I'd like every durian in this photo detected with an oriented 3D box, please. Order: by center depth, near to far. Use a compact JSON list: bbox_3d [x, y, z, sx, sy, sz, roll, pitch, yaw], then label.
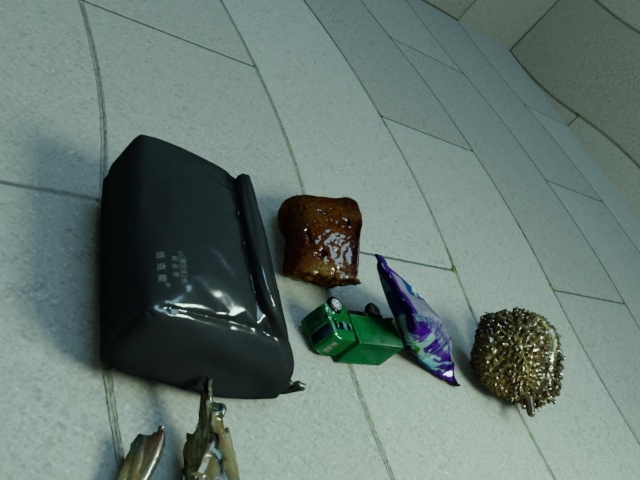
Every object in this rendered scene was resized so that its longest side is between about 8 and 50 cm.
[{"bbox_3d":[0.349,0.212,1.296,0.196,0.167,0.196,20,54,-31],"label":"durian"}]

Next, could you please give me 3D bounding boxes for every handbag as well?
[{"bbox_3d":[-0.127,0.032,0.925,0.275,0.178,0.302,20,38,-34],"label":"handbag"}]

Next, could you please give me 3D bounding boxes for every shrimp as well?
[{"bbox_3d":[-0.147,0.257,0.745,0.145,0.059,0.254,4,53,-28],"label":"shrimp"}]

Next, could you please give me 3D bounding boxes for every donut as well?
[{"bbox_3d":[0.001,-0.011,1.186,0.126,0.144,0.187,8,68,-16],"label":"donut"}]

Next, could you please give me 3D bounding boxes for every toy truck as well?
[{"bbox_3d":[0.045,0.137,1.113,0.147,0.065,0.079,14,45,-42],"label":"toy truck"}]

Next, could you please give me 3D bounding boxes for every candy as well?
[{"bbox_3d":[0.157,0.132,1.193,0.275,0.070,0.145,51,8,-51],"label":"candy"}]
